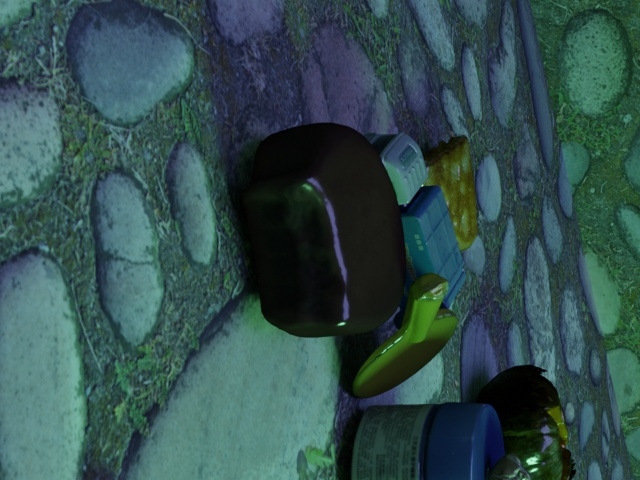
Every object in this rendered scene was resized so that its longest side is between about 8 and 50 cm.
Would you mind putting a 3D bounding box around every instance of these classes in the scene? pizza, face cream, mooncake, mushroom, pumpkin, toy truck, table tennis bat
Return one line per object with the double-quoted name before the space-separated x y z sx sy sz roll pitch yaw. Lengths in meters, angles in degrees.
"pizza" 0.250 -0.069 2.161 0.268 0.087 0.257 -36 120 -58
"face cream" 0.188 0.405 1.792 0.249 0.225 0.248 -1 90 -68
"mooncake" 0.000 0.000 1.581 0.325 0.174 0.333 61 38 -33
"mushroom" 0.355 0.460 1.778 0.116 0.093 0.225 -43 134 -35
"pumpkin" 0.460 0.445 2.322 0.320 0.192 0.320 -11 90 -72
"toy truck" 0.135 -0.016 1.841 0.146 0.175 0.367 -53 129 -49
"table tennis bat" 0.153 0.164 1.750 0.224 0.054 0.368 -29 155 -22
